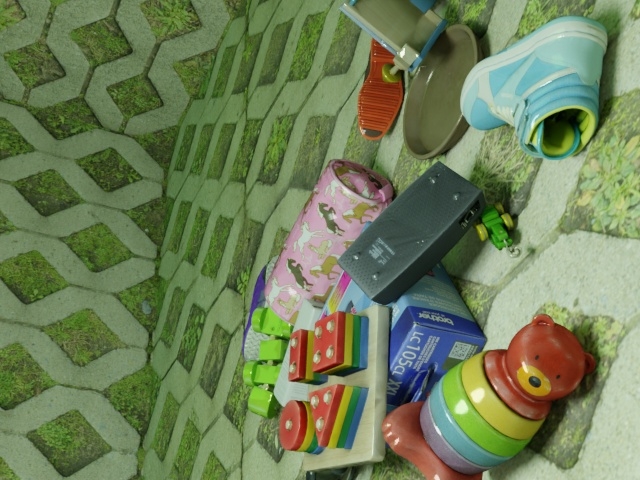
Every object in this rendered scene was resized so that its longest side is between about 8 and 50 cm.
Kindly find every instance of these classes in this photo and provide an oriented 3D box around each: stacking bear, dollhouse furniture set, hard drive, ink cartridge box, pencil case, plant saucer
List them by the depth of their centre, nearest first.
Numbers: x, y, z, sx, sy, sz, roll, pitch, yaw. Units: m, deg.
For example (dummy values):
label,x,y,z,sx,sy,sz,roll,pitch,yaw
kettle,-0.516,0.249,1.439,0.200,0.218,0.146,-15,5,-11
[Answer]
label,x,y,z,sx,sy,sz,roll,pitch,yaw
stacking bear,0.256,0.226,1.344,0.289,0.175,0.164,-48,-10,30
hard drive,0.156,-0.010,1.597,0.255,0.054,0.172,-45,32,1
ink cartridge box,0.137,0.185,1.679,0.270,0.151,0.395,-65,25,25
plant saucer,0.246,-0.290,1.861,0.278,0.041,0.277,-166,90,-70
dollhouse furniture set,0.098,-0.478,1.947,0.198,0.286,0.303,-44,13,54
pencil case,0.015,0.007,2.072,0.160,0.167,0.386,-100,32,-57

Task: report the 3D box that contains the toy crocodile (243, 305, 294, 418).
label,x,y,z,sx,sy,sz,roll,pitch,yaw
toy crocodile,-0.109,0.268,2.317,0.115,0.105,0.340,1,72,26

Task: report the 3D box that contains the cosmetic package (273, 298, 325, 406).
label,x,y,z,sx,sy,sz,roll,pitch,yaw
cosmetic package,-0.009,0.253,2.043,0.085,0.117,0.231,35,108,66

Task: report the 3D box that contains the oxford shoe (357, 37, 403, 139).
label,x,y,z,sx,sy,sz,roll,pitch,yaw
oxford shoe,0.138,-0.343,2.131,0.098,0.097,0.271,106,177,-74

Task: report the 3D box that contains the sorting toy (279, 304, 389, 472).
label,x,y,z,sx,sy,sz,roll,pitch,yaw
sorting toy,0.013,0.255,1.613,0.257,0.089,0.255,-33,50,58

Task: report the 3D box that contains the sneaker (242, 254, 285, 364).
label,x,y,z,sx,sy,sz,roll,pitch,yaw
sneaker,-0.137,0.182,2.452,0.146,0.102,0.293,174,114,-72

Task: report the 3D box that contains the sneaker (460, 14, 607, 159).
label,x,y,z,sx,sy,sz,roll,pitch,yaw
sneaker,0.322,-0.200,1.495,0.319,0.127,0.208,144,137,-60

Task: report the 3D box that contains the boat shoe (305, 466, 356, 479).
label,x,y,z,sx,sy,sz,roll,pitch,yaw
boat shoe,0.032,0.410,1.812,0.302,0.114,0.091,95,166,-49

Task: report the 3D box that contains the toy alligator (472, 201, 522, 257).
label,x,y,z,sx,sy,sz,roll,pitch,yaw
toy alligator,0.293,-0.010,1.551,0.189,0.056,0.051,-111,-2,-55
